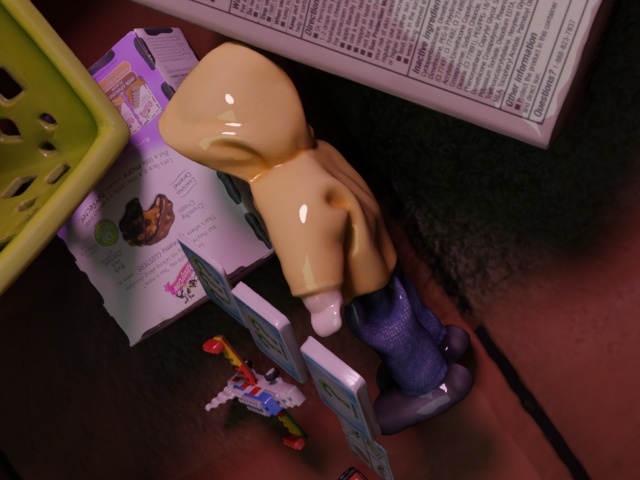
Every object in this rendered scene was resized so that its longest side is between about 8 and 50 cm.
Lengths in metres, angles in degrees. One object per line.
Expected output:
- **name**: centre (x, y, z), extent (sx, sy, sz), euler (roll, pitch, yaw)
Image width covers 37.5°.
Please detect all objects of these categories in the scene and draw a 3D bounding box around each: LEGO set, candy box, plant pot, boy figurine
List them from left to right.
- **plant pot**: centre (-0.308, -0.062, 0.634), extent (0.207, 0.227, 0.228), euler (-19, 120, 39)
- **candy box**: centre (-0.133, -0.041, 0.752), extent (0.165, 0.070, 0.196), euler (-33, 90, 27)
- **LEGO set**: centre (-0.029, 0.121, 0.692), extent (0.182, 0.060, 0.244), euler (36, 159, 31)
- **boy figurine**: centre (0.000, 0.000, 0.638), extent (0.092, 0.177, 0.285), euler (-32, 109, 19)

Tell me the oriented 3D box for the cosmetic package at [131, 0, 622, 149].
- **cosmetic package**: centre (0.042, -0.185, 0.606), extent (0.296, 0.129, 0.153), euler (24, 113, 15)
